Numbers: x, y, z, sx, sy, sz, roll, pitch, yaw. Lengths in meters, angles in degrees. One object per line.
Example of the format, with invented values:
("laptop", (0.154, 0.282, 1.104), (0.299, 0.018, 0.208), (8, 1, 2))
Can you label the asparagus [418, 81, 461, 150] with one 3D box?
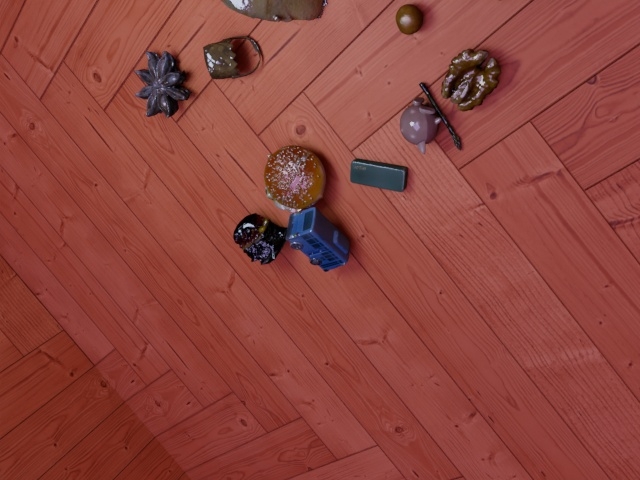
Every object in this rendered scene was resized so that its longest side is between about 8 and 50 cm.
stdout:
("asparagus", (0.355, -0.364, 1.680), (0.232, 0.022, 0.023), (57, 154, -8))

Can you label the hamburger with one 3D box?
("hamburger", (-0.082, -0.207, 1.918), (0.237, 0.147, 0.236), (10, 117, 21))

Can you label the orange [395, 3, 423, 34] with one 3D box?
("orange", (0.244, -0.612, 1.584), (0.085, 0.085, 0.085), (12, 119, 23))

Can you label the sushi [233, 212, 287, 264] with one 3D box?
("sushi", (-0.233, -0.015, 2.094), (0.150, 0.153, 0.172), (44, 150, -23))

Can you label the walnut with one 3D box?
("walnut", (0.414, -0.447, 1.579), (0.143, 0.069, 0.170), (41, 128, 2))

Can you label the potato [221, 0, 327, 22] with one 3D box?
("potato", (-0.117, -0.735, 1.606), (0.211, 0.264, 0.189), (39, 136, 12))

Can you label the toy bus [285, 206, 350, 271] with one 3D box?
("toy bus", (0.000, 0.000, 1.941), (0.134, 0.116, 0.234), (-19, 138, 31))

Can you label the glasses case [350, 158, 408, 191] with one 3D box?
("glasses case", (0.186, -0.210, 1.837), (0.184, 0.039, 0.077), (13, 120, 22))

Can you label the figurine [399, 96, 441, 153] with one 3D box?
("figurine", (0.292, -0.338, 1.672), (0.125, 0.125, 0.138), (16, 131, 21))

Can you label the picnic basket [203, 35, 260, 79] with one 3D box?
("picnic basket", (-0.282, -0.589, 1.851), (0.179, 0.138, 0.128), (-18, 101, -5))

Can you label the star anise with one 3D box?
("star anise", (-0.548, -0.544, 2.024), (0.223, 0.109, 0.236), (-40, 75, 29))
